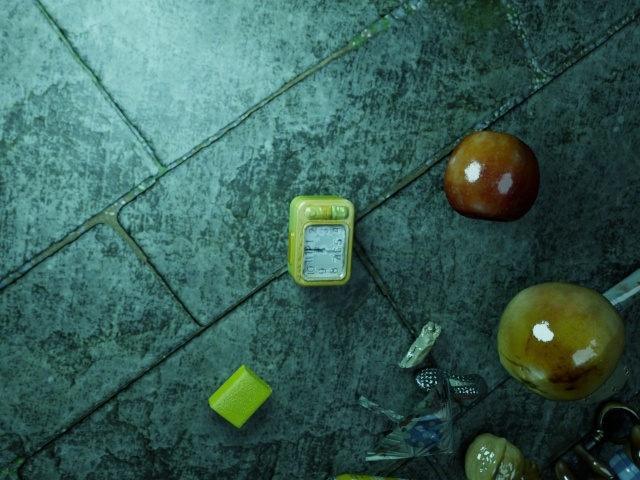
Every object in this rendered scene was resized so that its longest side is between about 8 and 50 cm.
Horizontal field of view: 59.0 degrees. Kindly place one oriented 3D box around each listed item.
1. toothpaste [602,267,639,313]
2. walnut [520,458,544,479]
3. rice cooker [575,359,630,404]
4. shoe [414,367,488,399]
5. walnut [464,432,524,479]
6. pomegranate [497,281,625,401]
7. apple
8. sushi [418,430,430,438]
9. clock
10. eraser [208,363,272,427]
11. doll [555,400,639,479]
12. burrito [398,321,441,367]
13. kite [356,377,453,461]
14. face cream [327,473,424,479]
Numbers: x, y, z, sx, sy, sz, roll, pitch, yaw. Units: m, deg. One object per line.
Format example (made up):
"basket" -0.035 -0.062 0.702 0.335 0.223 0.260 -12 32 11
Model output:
"toothpaste" 0.850 0.162 1.606 0.323 0.066 0.100 -37 107 0
"walnut" 0.575 0.704 1.644 0.143 0.069 0.170 -32 110 -8
"rice cooker" 0.760 0.375 1.592 0.206 0.127 0.145 -22 108 -1
"shoe" 0.342 0.392 1.511 0.194 0.074 0.077 6 145 -4
"walnut" 0.474 0.620 1.556 0.166 0.149 0.166 -1 87 23
"pomegranate" 0.612 0.245 1.432 0.319 0.319 0.319 -3 103 -15
"apple" 0.399 -0.146 1.328 0.218 0.218 0.201 15 92 -18
"sushi" 0.286 0.501 1.529 0.083 0.046 0.044 -28 108 -8
"clock" 0.000 0.000 1.312 0.143 0.096 0.202 -2 103 -19
"eraser" -0.193 0.376 1.368 0.122 0.045 0.097 -47 110 -3
"doll" 0.864 0.668 1.626 0.340 0.318 0.209 -51 152 20
"burrito" 0.263 0.278 1.475 0.055 0.041 0.149 30 97 -6
"kite" 0.232 0.479 1.483 0.314 0.011 0.335 34 106 -14
"face cream" 0.150 0.681 1.501 0.349 0.105 0.105 12 99 -17
